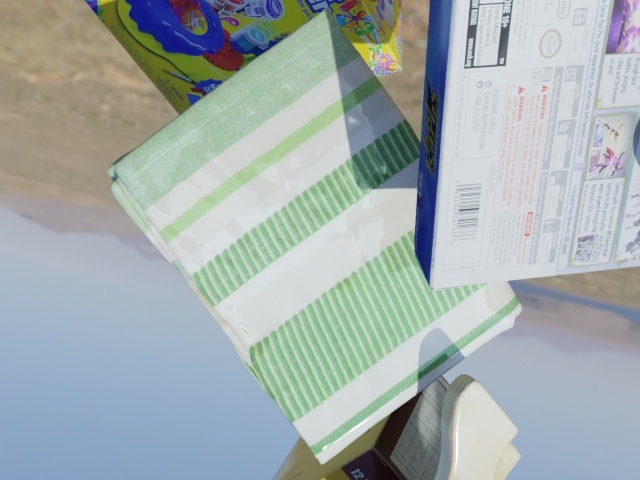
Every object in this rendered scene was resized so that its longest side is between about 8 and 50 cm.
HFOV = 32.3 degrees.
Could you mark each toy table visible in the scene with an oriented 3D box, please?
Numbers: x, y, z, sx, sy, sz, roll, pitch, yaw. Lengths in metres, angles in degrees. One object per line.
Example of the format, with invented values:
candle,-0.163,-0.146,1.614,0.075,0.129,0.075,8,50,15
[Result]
toy table,0.142,0.252,0.959,0.252,0.161,0.274,52,169,-33

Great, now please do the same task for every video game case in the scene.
video game case,0.198,-0.099,0.807,0.244,0.269,0.061,-5,-147,-9

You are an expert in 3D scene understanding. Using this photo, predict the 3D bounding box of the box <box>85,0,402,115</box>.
box,-0.089,-0.307,1.239,0.279,0.177,0.290,-14,141,21

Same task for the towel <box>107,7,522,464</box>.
towel,0.000,0.000,0.976,0.324,0.248,0.038,54,179,-3

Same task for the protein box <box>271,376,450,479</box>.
protein box,0.058,0.266,1.216,0.136,0.200,0.201,50,-150,-5
